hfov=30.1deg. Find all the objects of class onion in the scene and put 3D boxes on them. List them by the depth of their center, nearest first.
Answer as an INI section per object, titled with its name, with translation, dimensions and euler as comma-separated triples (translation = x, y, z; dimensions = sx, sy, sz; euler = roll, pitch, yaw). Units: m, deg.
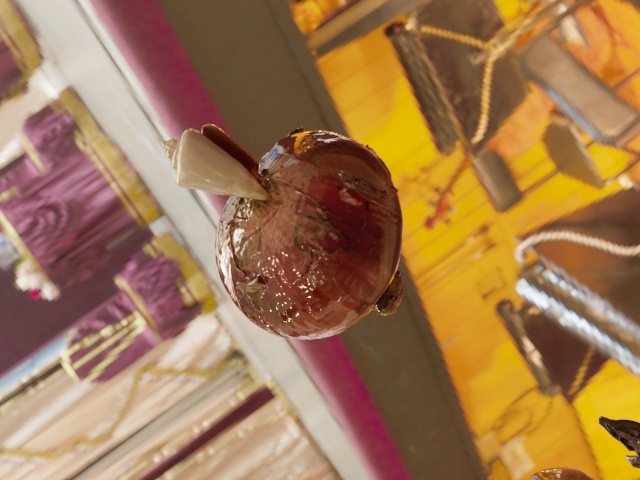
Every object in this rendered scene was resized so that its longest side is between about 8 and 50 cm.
[onion]
translation = -0.015, -0.010, 1.937
dimensions = 0.353, 0.353, 0.353
euler = 53, 172, 11

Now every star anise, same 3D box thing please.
[star anise]
translation = 0.421, 0.257, 1.458
dimensions = 0.157, 0.053, 0.212
euler = 48, 153, -5

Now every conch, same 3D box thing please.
[conch]
translation = -0.157, -0.119, 1.817
dimensions = 0.104, 0.176, 0.094
euler = -78, -1, -68

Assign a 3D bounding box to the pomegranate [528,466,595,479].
[pomegranate]
translation = 0.459, 0.515, 2.234
dimensions = 0.196, 0.196, 0.196
euler = 53, 172, 11
